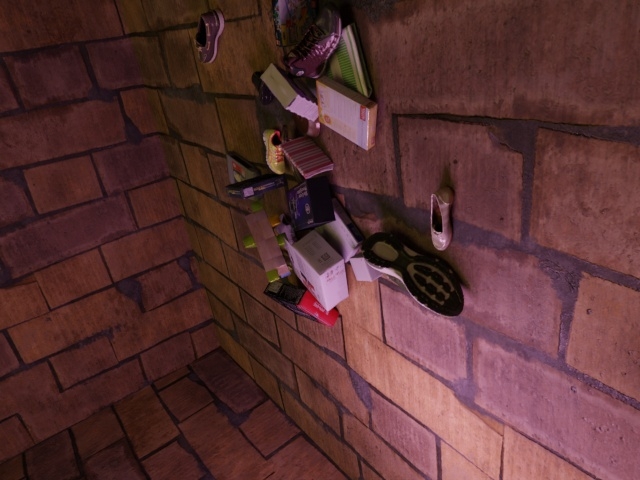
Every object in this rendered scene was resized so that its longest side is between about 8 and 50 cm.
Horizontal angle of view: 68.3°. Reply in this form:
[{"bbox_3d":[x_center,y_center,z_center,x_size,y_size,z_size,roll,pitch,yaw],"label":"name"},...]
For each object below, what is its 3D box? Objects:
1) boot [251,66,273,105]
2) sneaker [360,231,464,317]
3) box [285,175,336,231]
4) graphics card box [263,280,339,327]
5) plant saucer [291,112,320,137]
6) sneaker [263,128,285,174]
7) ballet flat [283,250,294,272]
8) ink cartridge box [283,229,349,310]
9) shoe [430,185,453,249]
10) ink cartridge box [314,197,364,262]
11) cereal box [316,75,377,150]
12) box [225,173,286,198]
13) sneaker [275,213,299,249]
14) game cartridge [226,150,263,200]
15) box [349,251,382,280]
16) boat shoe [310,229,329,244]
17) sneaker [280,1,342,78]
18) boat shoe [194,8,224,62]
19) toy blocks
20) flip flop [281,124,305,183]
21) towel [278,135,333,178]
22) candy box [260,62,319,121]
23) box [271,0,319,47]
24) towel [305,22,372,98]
[{"bbox_3d":[-0.242,-0.680,1.965,0.137,0.076,0.198,61,150,17],"label":"boot"},{"bbox_3d":[0.329,0.127,1.633,0.410,0.158,0.182,41,173,33],"label":"sneaker"},{"bbox_3d":[-0.045,-0.145,1.949,0.261,0.103,0.185,163,94,-68],"label":"box"},{"bbox_3d":[-0.101,0.308,2.342,0.232,0.094,0.370,38,163,-29],"label":"graphics card box"},{"bbox_3d":[-0.068,-0.489,1.829,0.199,0.036,0.199,51,155,35],"label":"plant saucer"},{"bbox_3d":[-0.193,-0.394,2.087,0.094,0.081,0.209,5,115,54],"label":"sneaker"},{"bbox_3d":[-0.177,0.109,2.446,0.206,0.067,0.073,27,134,47],"label":"ballet flat"},{"bbox_3d":[-0.017,0.113,2.053,0.272,0.130,0.310,45,161,31],"label":"ink cartridge box"},{"bbox_3d":[0.366,-0.061,1.459,0.076,0.058,0.219,31,136,45],"label":"shoe"},{"bbox_3d":[0.073,-0.028,1.965,0.223,0.045,0.224,57,150,17],"label":"ink cartridge box"},{"bbox_3d":[0.087,-0.430,1.592,0.240,0.047,0.173,38,152,27],"label":"cereal box"},{"bbox_3d":[-0.303,-0.256,2.208,0.183,0.232,0.059,14,120,53],"label":"box"},{"bbox_3d":[-0.153,-0.035,2.302,0.212,0.080,0.094,55,137,19],"label":"sneaker"},{"bbox_3d":[-0.406,-0.334,2.502,0.294,0.060,0.196,37,144,40],"label":"game cartridge"},{"bbox_3d":[0.185,0.097,1.837,0.102,0.087,0.101,-6,106,59],"label":"box"},{"bbox_3d":[0.000,0.000,2.109,0.135,0.050,0.045,60,165,7],"label":"boat shoe"},{"bbox_3d":[-0.039,-0.618,1.510,0.106,0.162,0.281,55,151,16],"label":"sneaker"},{"bbox_3d":[-0.538,-0.946,2.209,0.117,0.096,0.324,62,150,4],"label":"boat shoe"},{"bbox_3d":[-0.240,0.035,2.238,0.261,0.190,0.382,79,169,-72],"label":"toy blocks"},{"bbox_3d":[-0.100,-0.358,1.965,0.112,0.080,0.277,-91,-18,-56],"label":"flip flop"},{"bbox_3d":[-0.057,-0.329,1.850,0.197,0.144,0.029,51,147,24],"label":"towel"},{"bbox_3d":[-0.094,-0.518,1.659,0.070,0.196,0.165,-44,71,21],"label":"candy box"},{"bbox_3d":[-0.081,-0.769,1.546,0.044,0.159,0.233,32,137,43],"label":"box"},{"bbox_3d":[0.044,-0.570,1.619,0.324,0.038,0.248,3,115,57],"label":"towel"}]
